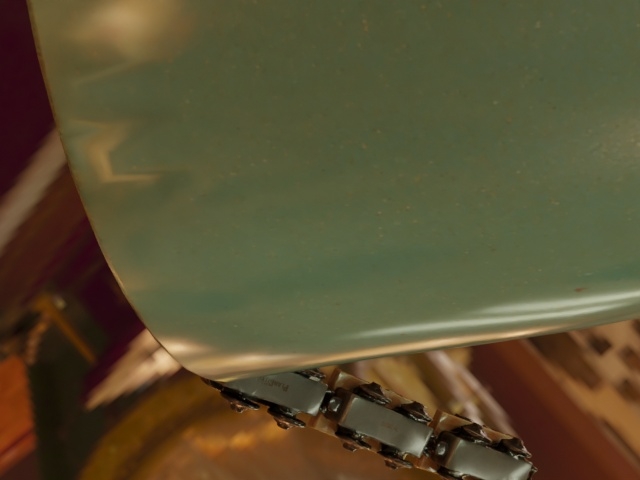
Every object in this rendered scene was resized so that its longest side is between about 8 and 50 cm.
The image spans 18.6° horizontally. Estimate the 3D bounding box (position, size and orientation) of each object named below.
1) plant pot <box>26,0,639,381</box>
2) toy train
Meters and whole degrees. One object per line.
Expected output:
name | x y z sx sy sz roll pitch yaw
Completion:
plant pot | 0.080 -0.114 0.523 0.235 0.293 0.293 -4 175 14
toy train | 0.019 0.065 0.711 0.158 0.036 0.027 24 89 -37
